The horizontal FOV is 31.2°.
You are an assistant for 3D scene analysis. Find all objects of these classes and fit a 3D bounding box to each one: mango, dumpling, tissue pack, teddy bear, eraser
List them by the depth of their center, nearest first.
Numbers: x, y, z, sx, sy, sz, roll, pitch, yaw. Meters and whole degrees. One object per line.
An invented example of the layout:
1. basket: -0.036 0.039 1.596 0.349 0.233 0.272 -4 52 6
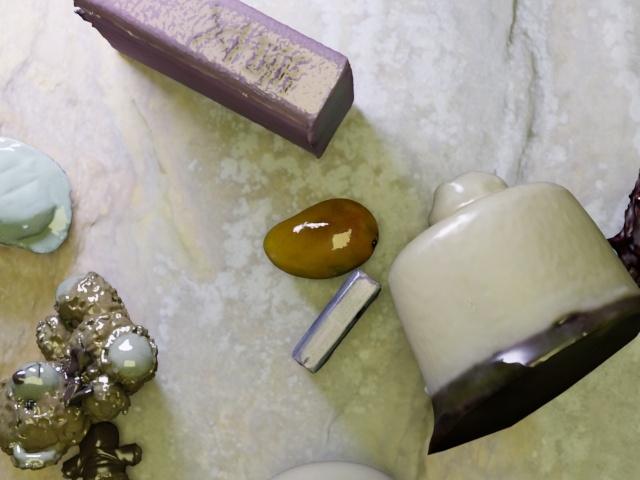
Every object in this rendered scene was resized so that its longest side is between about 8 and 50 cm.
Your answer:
1. eraser: -0.135 -0.259 1.570 0.359 0.272 0.122 30 89 5
2. teddy bear: -0.349 0.195 1.589 0.256 0.267 0.156 -34 128 -11
3. tissue pack: 0.023 0.113 1.612 0.051 0.112 0.156 38 88 3
4. teddy bear: -0.304 0.334 1.622 0.119 0.078 0.160 -18 86 4
5. mango: 0.004 0.003 1.635 0.163 0.089 0.111 -28 63 7
6. dumpling: -0.461 -0.062 1.656 0.219 0.152 0.108 38 131 -10

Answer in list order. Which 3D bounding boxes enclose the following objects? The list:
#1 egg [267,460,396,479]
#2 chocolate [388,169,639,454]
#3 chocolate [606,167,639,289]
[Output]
1. egg: 0.013 0.404 1.537 0.269 0.219 0.219 -9 85 -1
2. chocolate: 0.238 0.074 1.532 0.326 0.314 0.297 -51 61 35
3. chocolate: 0.504 0.005 1.615 0.224 0.206 0.177 50 133 15
